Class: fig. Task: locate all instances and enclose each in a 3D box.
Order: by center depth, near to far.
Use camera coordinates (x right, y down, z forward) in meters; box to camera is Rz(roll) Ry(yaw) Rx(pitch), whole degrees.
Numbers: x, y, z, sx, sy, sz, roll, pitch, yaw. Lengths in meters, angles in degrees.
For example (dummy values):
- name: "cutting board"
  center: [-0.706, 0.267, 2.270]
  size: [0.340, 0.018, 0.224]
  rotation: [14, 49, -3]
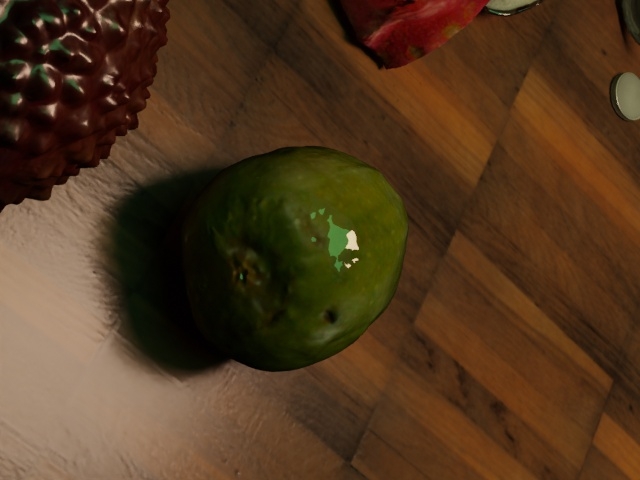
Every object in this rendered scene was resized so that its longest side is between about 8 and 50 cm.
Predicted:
- name: "fig"
  center: [0.003, 0.005, 1.131]
  size: [0.233, 0.167, 0.167]
  rotation: [-15, 93, -33]

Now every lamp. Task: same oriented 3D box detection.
- name: "lamp"
  center: [0.387, -0.159, 1.548]
  size: [0.198, 0.056, 0.050]
  rotation: [-9, 92, -37]

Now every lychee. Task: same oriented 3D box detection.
- name: "lychee"
  center: [-0.223, -0.145, 0.903]
  size: [0.300, 0.264, 0.264]
  rotation: [17, 71, -62]

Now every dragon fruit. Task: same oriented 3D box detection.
- name: "dragon fruit"
  center: [0.100, -0.299, 1.283]
  size: [0.163, 0.189, 0.261]
  rotation: [61, 40, -54]

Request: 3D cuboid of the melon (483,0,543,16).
- name: "melon"
  center: [0.206, -0.285, 1.418]
  size: [0.098, 0.054, 0.182]
  rotation: [21, 70, -30]

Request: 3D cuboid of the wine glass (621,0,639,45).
- name: "wine glass"
  center: [0.429, -0.259, 1.565]
  size: [0.231, 0.103, 0.103]
  rotation: [-14, 92, -44]
